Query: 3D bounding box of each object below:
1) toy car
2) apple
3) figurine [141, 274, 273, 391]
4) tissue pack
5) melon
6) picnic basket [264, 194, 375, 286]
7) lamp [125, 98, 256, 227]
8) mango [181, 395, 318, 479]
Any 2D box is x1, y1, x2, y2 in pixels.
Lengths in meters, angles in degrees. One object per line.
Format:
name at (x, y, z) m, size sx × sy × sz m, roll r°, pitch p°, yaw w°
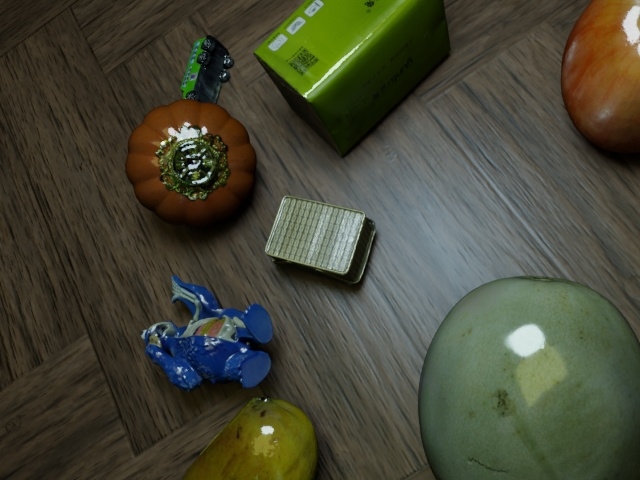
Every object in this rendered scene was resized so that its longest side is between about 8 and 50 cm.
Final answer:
toy car at (-0.231, -0.316, 1.091) m, size 0.063 × 0.071 × 0.165 m, roll 5°, pitch 75°, yaw 33°
apple at (0.458, -0.254, 0.773) m, size 0.242 × 0.241 × 0.242 m, roll -4°, pitch 73°, yaw 12°
figurine at (-0.186, 0.168, 0.911) m, size 0.262 × 0.121 × 0.164 m, roll 12°, pitch 70°, yaw 37°
tissue pack at (0.063, -0.318, 0.932) m, size 0.275 × 0.200 × 0.167 m, roll -43°, pitch 65°, yaw 1°
melon at (0.255, 0.208, 0.681) m, size 0.269 × 0.268 × 0.330 m, roll 4°, pitch 96°, yaw 18°
picnic basket at (0.000, 0.000, 0.918) m, size 0.164 × 0.079 × 0.115 m, roll 14°, pitch 78°, yaw 20°
lamp at (-0.222, -0.133, 0.963) m, size 0.223 × 0.196 × 0.223 m, roll -2°, pitch 97°, yaw -15°
mango at (-0.114, 0.353, 0.820) m, size 0.262 × 0.130 × 0.167 m, roll -44°, pitch 72°, yaw 7°
